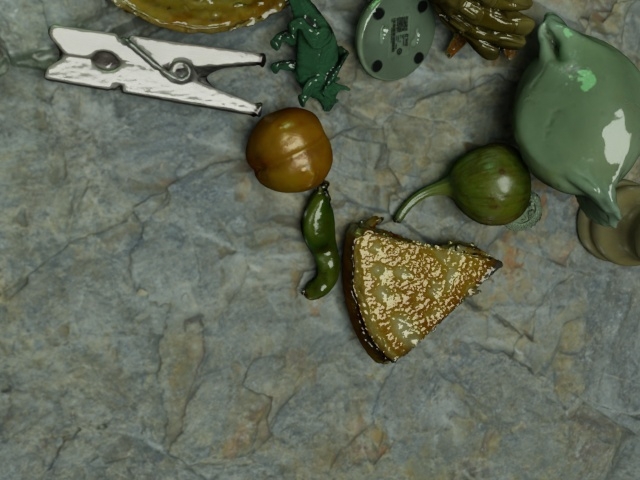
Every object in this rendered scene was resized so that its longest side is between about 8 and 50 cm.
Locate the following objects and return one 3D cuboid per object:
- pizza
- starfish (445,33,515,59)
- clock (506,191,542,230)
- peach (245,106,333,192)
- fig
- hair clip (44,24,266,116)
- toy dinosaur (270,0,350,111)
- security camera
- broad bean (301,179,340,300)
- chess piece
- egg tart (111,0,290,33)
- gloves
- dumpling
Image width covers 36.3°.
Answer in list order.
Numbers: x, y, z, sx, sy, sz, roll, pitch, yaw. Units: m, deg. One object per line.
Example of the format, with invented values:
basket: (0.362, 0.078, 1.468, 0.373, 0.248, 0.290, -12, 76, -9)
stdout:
pizza: (0.150, 0.050, 1.703, 0.288, 0.074, 0.251, -39, 112, -6)
starfish: (0.282, -0.424, 1.643, 0.138, 0.050, 0.247, 3, 96, -18)
clock: (0.367, -0.053, 1.781, 0.083, 0.010, 0.074, -16, 108, -13)
peach: (-0.052, -0.141, 1.561, 0.138, 0.138, 0.138, -4, 105, -17)
fig: (0.241, -0.084, 1.692, 0.245, 0.149, 0.149, -10, 108, 6)
hair clip: (-0.248, -0.262, 1.488, 0.331, 0.085, 0.101, 7, 99, -18)
toy dinosaur: (-0.030, -0.306, 1.519, 0.120, 0.079, 0.292, -41, 140, -3)
security camera: (0.111, -0.409, 1.575, 0.157, 0.080, 0.301, -18, 120, -29)
broad bean: (0.000, 0.000, 1.655, 0.070, 0.048, 0.213, -4, 108, -18)
chess piece: (0.599, -0.010, 1.712, 0.167, 0.300, 0.167, -4, 103, -17)
egg tart: (-0.166, -0.515, 1.402, 0.443, 0.178, 0.443, -4, 106, -15)
gloves: (0.225, -0.426, 1.504, 0.141, 0.154, 0.331, -24, 118, -15)
dumpling: (0.416, -0.206, 1.623, 0.212, 0.270, 0.320, 19, 87, -17)
